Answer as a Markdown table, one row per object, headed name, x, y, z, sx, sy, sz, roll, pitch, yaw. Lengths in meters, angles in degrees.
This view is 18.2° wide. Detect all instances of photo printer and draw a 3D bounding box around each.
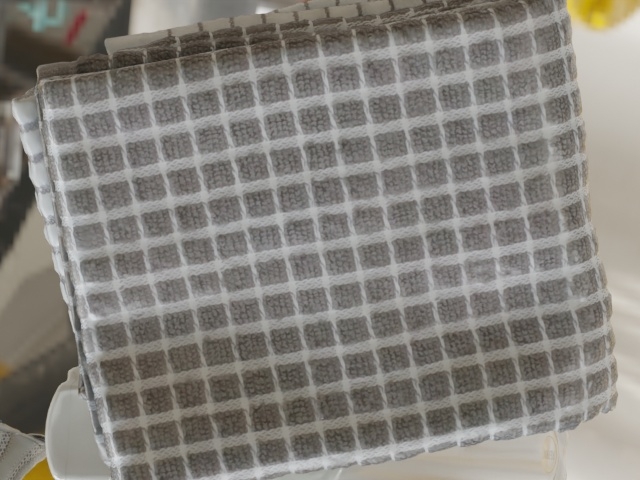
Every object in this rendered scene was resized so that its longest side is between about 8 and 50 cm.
| name | x | y | z | sx | sy | sz | roll | pitch | yaw |
| --- | --- | --- | --- | --- | --- | --- | --- | --- | --- |
| photo printer | 0.005 | 0.142 | 1.375 | 0.256 | 0.107 | 0.307 | -4 | 170 | 36 |

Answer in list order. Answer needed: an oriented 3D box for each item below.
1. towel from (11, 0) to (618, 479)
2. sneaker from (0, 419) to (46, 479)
| name | x | y | z | sx | sy | sz | roll | pitch | yaw |
| --- | --- | --- | --- | --- | --- | --- | --- | --- | --- |
| towel | 0.000 | 0.000 | 1.016 | 0.284 | 0.235 | 0.121 | -11 | -164 | -2 |
| sneaker | -0.268 | 0.267 | 1.511 | 0.115 | 0.281 | 0.105 | 10 | 176 | -14 |
